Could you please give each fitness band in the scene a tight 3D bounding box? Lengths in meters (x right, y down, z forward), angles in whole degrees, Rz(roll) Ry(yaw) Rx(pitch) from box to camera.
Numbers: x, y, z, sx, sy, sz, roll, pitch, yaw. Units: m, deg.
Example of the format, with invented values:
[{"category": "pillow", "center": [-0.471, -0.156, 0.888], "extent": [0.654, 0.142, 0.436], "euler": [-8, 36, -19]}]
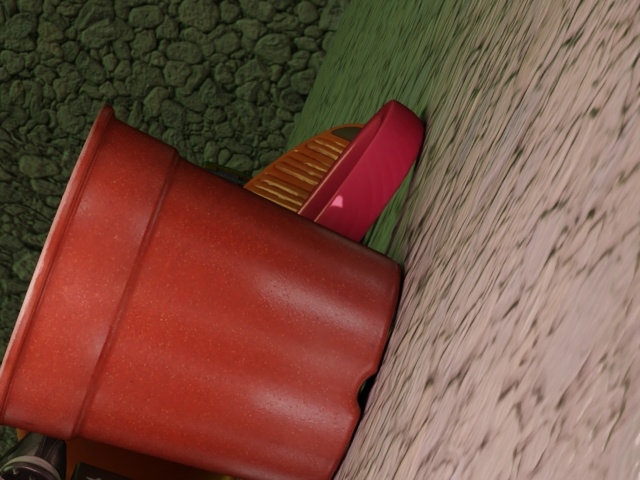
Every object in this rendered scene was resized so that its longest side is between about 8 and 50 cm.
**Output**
[{"category": "fitness band", "center": [0.000, 0.000, 1.751], "extent": [0.291, 0.054, 0.209], "euler": [-53, 6, 16]}]

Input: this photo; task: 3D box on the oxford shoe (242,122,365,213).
[{"category": "oxford shoe", "center": [-0.044, 0.042, 1.953], "extent": [0.364, 0.133, 0.130], "euler": [-52, 40, -6]}]

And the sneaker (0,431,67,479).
[{"category": "sneaker", "center": [-0.288, 0.265, 1.802], "extent": [0.106, 0.078, 0.234], "euler": [-74, 11, -56]}]

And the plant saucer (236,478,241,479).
[{"category": "plant saucer", "center": [-0.080, 0.253, 2.135], "extent": [0.083, 0.015, 0.083], "euler": [-160, 90, -85]}]

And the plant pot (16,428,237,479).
[{"category": "plant pot", "center": [-0.199, 0.200, 2.343], "extent": [0.291, 0.290, 0.203], "euler": [-68, -12, 16]}]

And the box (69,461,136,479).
[{"category": "box", "center": [-0.212, 0.429, 1.845], "extent": [0.143, 0.191, 0.381], "euler": [-96, 25, -77]}]

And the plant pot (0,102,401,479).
[{"category": "plant pot", "center": [-0.092, 0.065, 1.510], "extent": [0.272, 0.265, 0.272], "euler": [-160, 90, -85]}]

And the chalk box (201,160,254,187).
[{"category": "chalk box", "center": [-0.085, 0.026, 2.162], "extent": [0.289, 0.179, 0.180], "euler": [-112, 43, -83]}]
